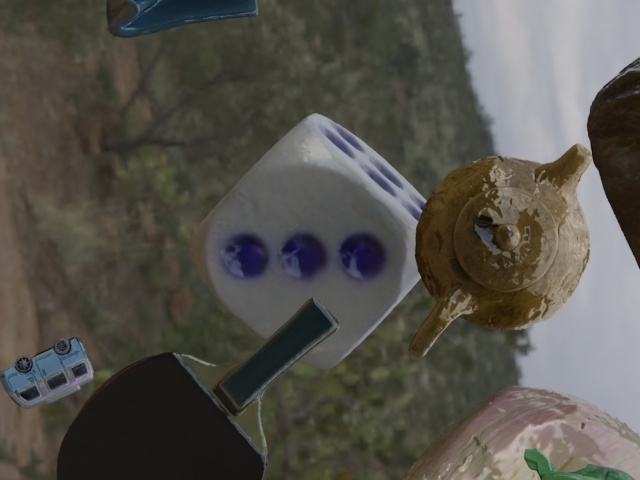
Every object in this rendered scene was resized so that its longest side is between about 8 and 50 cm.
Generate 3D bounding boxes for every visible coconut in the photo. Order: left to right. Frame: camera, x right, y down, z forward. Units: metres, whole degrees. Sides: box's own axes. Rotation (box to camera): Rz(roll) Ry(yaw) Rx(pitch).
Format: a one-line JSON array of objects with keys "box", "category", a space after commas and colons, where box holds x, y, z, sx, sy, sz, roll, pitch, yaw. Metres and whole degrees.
[{"box": [0.272, 0.348, 1.548, 0.404, 0.405, 0.404, -8, 90, -86], "category": "coconut"}]

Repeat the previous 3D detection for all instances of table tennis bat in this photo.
[{"box": [-0.107, 0.161, 1.219, 0.173, 0.301, 0.022, 48, 4, 10], "category": "table tennis bat"}]

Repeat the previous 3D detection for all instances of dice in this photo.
[{"box": [0.000, 0.000, 1.826, 0.259, 0.251, 0.243, 43, 15, -2], "category": "dice"}]

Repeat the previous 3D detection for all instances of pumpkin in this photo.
[{"box": [0.356, -0.051, 1.222, 0.148, 0.169, 0.312, -5, 71, -54], "category": "pumpkin"}]

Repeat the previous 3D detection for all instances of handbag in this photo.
[{"box": [-0.148, -0.296, 1.482, 0.229, 0.179, 0.062, -105, -170, -57], "category": "handbag"}]

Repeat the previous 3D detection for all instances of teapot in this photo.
[{"box": [0.203, 0.011, 1.586, 0.203, 0.311, 0.167, 41, -1, 7], "category": "teapot"}]

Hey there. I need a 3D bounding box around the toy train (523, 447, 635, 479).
[{"box": [0.269, 0.251, 1.312, 0.099, 0.149, 0.081, 46, 51, -57], "category": "toy train"}]

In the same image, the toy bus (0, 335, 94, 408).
[{"box": [-0.375, 0.185, 1.887, 0.075, 0.123, 0.060, 64, -10, 4], "category": "toy bus"}]
